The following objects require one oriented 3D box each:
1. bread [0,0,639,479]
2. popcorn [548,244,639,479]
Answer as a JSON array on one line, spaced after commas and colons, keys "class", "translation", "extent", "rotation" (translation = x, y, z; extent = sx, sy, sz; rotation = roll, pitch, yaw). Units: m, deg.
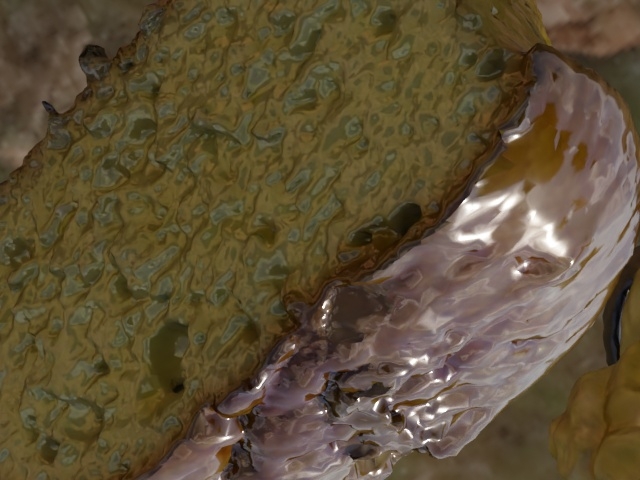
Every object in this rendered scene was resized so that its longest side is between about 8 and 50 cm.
[{"class": "bread", "translation": [0.000, 0.000, 0.727], "extent": [0.179, 0.194, 0.340], "rotation": [8, 140, -45]}, {"class": "popcorn", "translation": [0.335, 0.149, 1.392], "extent": [0.349, 0.381, 0.349], "rotation": [-14, 132, -16]}]
